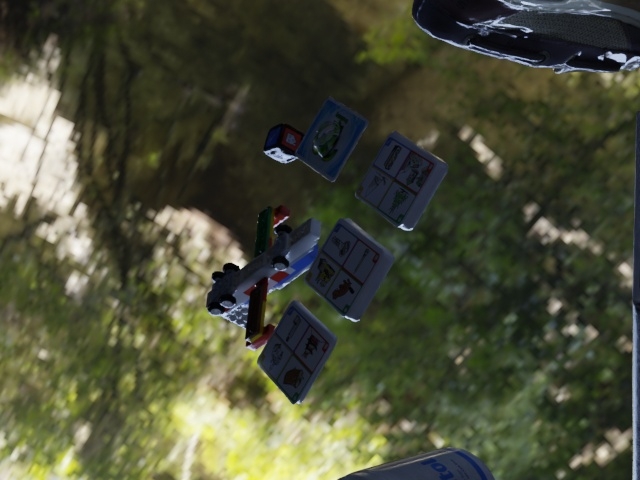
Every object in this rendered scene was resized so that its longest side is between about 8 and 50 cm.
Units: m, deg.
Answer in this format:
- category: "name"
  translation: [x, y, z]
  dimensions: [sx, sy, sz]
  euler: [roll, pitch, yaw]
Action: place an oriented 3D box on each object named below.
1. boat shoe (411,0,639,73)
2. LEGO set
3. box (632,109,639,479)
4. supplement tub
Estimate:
- category: "boat shoe"
  translation: [0.167, -0.156, 1.191]
  dimensions: [0.285, 0.092, 0.103]
  euler: [1, -123, -48]
- category: "LEGO set"
  translation: [0.000, 0.000, 1.253]
  dimensions: [0.060, 0.182, 0.244]
  euler: [28, -175, -28]
- category: "box"
  translation: [0.256, 0.066, 1.236]
  dimensions: [0.087, 0.290, 0.169]
  euler: [1, -129, 10]
- category: "supplement tub"
  translation: [0.057, 0.171, 1.143]
  dimensions: [0.107, 0.071, 0.071]
  euler: [-8, -119, -50]
